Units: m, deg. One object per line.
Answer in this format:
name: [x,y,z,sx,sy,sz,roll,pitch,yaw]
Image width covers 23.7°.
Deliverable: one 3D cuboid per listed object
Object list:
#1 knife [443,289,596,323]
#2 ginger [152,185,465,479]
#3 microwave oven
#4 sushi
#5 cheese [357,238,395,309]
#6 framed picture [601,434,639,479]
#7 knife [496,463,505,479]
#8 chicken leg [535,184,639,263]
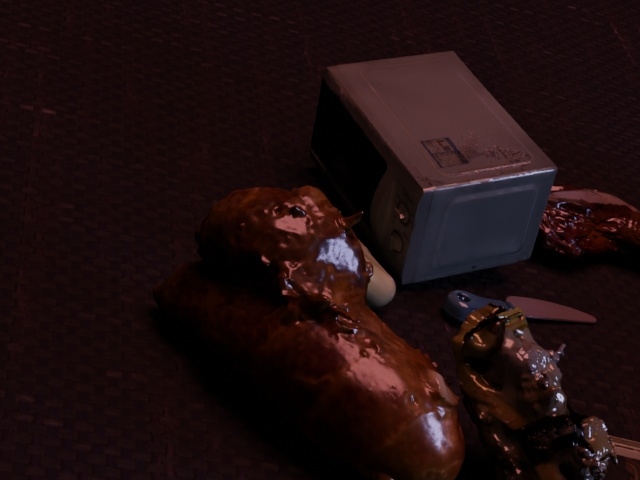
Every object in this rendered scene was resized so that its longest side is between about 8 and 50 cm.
knife: [0.266,0.090,2.032,0.244,0.032,0.058,3,27,-33]
ginger: [0.010,0.097,1.683,0.418,0.254,0.176,40,21,23]
microwave oven: [0.145,-0.098,2.081,0.238,0.181,0.295,-9,42,-25]
sushi: [0.248,0.199,1.663,0.139,0.131,0.291,-22,77,-52]
cheese: [0.000,0.000,1.870,0.127,0.054,0.251,51,7,39]
framed picture: [0.373,0.318,1.759,0.217,0.016,0.273,14,33,-11]
knife: [0.215,0.320,1.663,0.081,0.043,0.336,27,38,-5]
chicken leg: [0.422,-0.006,2.203,0.407,0.096,0.158,19,36,-6]
